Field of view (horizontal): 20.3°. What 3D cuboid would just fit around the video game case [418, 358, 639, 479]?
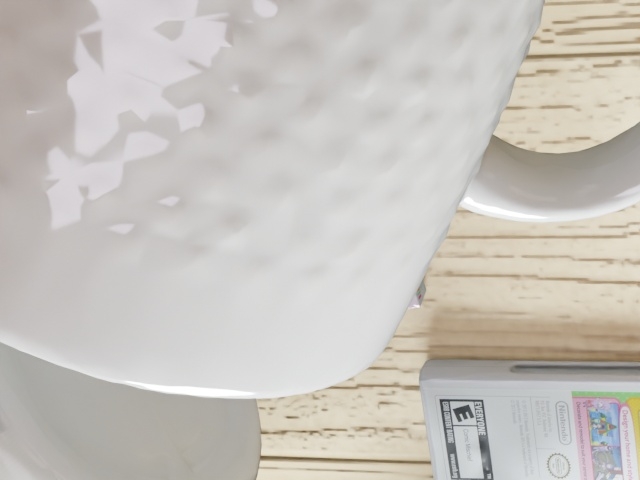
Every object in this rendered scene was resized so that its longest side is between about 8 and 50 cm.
[{"bbox_3d":[0.162,0.158,0.990,0.193,0.023,0.212,0,120,17],"label":"video game case"}]

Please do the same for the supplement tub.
[{"bbox_3d":[-0.211,0.143,0.982,0.207,0.207,0.338,45,122,-13],"label":"supplement tub"}]

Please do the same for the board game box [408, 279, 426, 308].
[{"bbox_3d":[0.000,0.000,0.942,0.090,0.020,0.090,-9,117,21],"label":"board game box"}]

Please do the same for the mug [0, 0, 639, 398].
[{"bbox_3d":[0.011,-0.133,0.718,0.374,0.276,0.328,19,116,-9],"label":"mug"}]
